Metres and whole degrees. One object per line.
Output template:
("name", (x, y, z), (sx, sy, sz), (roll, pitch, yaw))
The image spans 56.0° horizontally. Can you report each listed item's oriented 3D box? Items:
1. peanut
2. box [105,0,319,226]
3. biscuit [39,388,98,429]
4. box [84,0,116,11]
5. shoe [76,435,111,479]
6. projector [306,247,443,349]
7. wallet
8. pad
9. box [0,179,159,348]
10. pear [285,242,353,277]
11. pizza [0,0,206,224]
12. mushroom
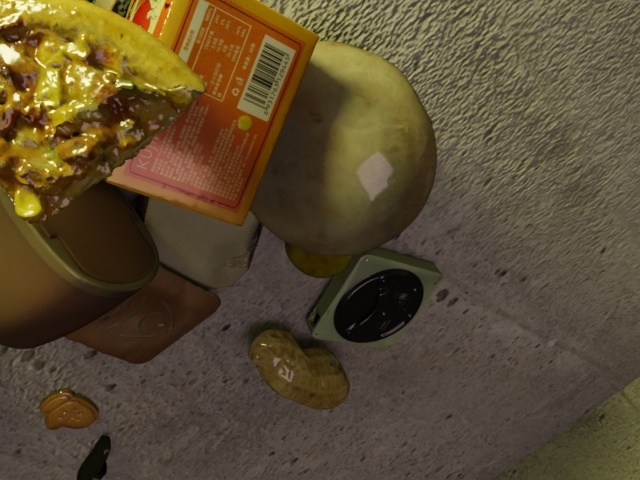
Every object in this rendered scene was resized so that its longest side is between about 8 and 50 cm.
("peanut", (-0.047, 0.316, 1.464), (0.153, 0.140, 0.325), (-50, 126, -4))
("box", (-0.192, -0.208, 0.855), (0.213, 0.259, 0.284), (20, 97, -34))
("biscuit", (-0.583, 0.399, 1.383), (0.118, 0.023, 0.140), (-37, 132, 8))
("box", (-0.369, -0.312, 0.773), (0.095, 0.212, 0.168), (-10, 146, 38))
("shoe", (-0.550, 0.560, 1.498), (0.049, 0.071, 0.179), (20, 113, -37))
("projector", (0.134, 0.148, 1.439), (0.259, 0.079, 0.257), (15, 119, -33))
("wallet", (-0.249, -0.015, 1.168), (0.274, 0.068, 0.335), (5, 131, -21))
("pad", (-0.390, 0.143, 1.229), (0.286, 0.018, 0.284), (-36, 132, 22))
("box", (-0.438, 0.018, 0.960), (0.216, 0.301, 0.301), (-39, 131, 15))
("pear", (0.000, 0.000, 1.221), (0.148, 0.149, 0.162), (-26, 150, -1))
("pizza", (-0.306, -0.187, 0.656), (0.258, 0.087, 0.268), (-40, 100, 0))
("mushroom", (0.026, -0.156, 1.036), (0.362, 0.294, 0.362), (9, 117, 19))
